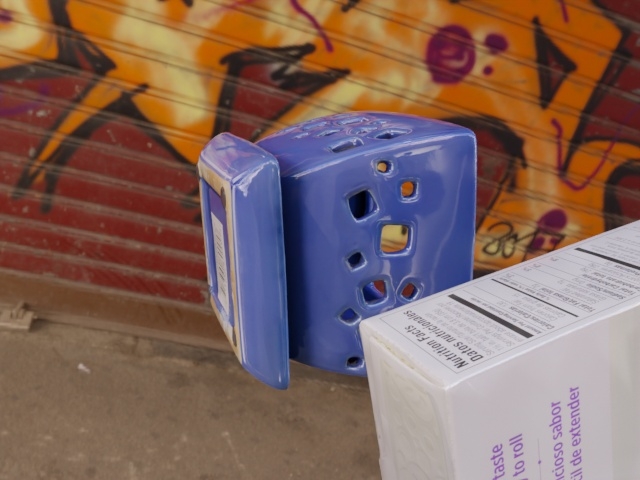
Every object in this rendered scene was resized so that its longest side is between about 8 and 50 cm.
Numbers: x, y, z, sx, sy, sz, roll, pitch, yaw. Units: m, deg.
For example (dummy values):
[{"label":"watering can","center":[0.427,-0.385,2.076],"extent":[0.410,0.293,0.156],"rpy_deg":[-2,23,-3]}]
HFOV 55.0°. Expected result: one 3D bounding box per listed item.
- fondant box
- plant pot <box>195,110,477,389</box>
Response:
[{"label":"fondant box","center":[0.204,0.121,0.416],"extent":[0.331,0.238,0.096],"rpy_deg":[-17,21,-19]},{"label":"plant pot","center":[0.000,0.000,0.606],"extent":[0.212,0.235,0.236],"rpy_deg":[-8,18,-19]}]
